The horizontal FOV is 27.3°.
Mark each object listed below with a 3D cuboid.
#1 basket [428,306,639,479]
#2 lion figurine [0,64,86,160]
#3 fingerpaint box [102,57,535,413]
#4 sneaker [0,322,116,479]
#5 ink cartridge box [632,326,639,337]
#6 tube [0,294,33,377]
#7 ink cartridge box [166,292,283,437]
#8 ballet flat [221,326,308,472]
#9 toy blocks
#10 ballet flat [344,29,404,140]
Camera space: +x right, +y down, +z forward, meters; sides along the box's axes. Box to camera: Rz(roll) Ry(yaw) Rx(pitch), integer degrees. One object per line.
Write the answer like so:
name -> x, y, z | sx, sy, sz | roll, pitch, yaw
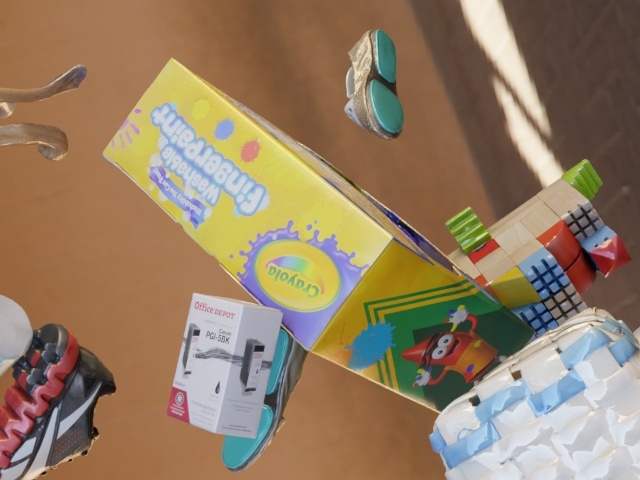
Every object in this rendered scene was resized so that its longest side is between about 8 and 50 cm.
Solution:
basket -> 0.207, 0.196, 0.859 | 0.289, 0.201, 0.255 | 52, -170, 10
lion figurine -> -0.440, -0.102, 1.291 | 0.240, 0.392, 0.142 | 19, -133, -52
fingerpaint box -> 0.000, 0.000, 1.638 | 0.445, 0.163, 0.371 | 41, -174, 39
sneaker -> -0.336, 0.236, 1.528 | 0.135, 0.276, 0.098 | 34, 178, -34
ink cartridge box -> 0.453, 0.220, 1.401 | 0.307, 0.129, 0.223 | 53, 158, 2
tube -> -0.292, 0.109, 1.011 | 0.207, 0.052, 0.080 | -39, 81, 40
ink cartridge box -> -0.101, 0.128, 1.374 | 0.099, 0.056, 0.135 | 9, 86, 52
ballet flat -> -0.065, 0.217, 1.783 | 0.072, 0.213, 0.068 | 20, 178, 39
toy blocks -> 0.300, 0.056, 1.950 | 0.190, 0.381, 0.261 | 54, -176, -18
ballet flat -> 0.064, -0.185, 1.673 | 0.073, 0.067, 0.206 | 38, -146, -28
